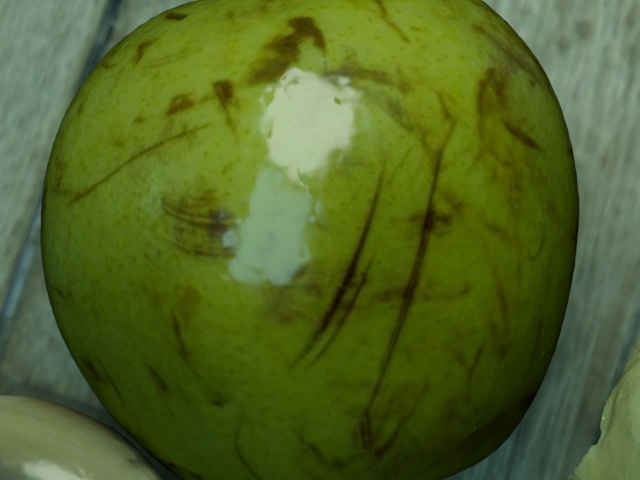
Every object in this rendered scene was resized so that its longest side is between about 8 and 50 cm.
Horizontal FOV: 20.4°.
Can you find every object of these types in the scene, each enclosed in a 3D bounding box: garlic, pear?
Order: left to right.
[{"bbox_3d":[-0.123,0.153,0.869,0.267,0.148,0.128,10,46,27],"label":"garlic"},{"bbox_3d":[0.000,0.000,0.894,0.284,0.283,0.283,-1,85,11],"label":"pear"}]

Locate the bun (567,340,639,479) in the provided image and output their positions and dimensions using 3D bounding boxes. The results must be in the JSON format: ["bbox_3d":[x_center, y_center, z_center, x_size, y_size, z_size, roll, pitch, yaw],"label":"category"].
[{"bbox_3d":[0.214,0.151,0.891,0.116,0.210,0.237,-47,53,44],"label":"bun"}]
